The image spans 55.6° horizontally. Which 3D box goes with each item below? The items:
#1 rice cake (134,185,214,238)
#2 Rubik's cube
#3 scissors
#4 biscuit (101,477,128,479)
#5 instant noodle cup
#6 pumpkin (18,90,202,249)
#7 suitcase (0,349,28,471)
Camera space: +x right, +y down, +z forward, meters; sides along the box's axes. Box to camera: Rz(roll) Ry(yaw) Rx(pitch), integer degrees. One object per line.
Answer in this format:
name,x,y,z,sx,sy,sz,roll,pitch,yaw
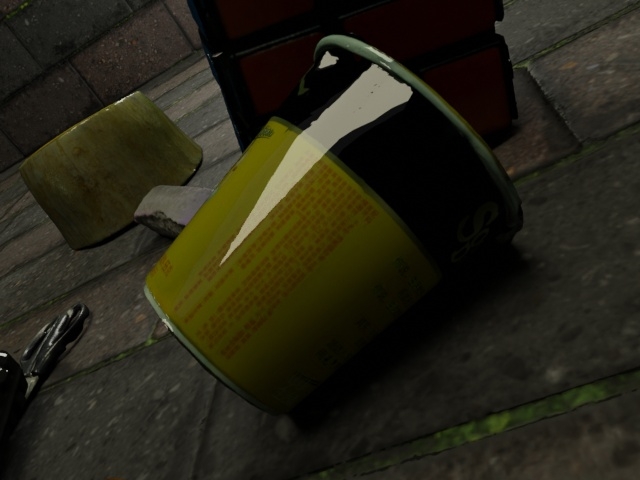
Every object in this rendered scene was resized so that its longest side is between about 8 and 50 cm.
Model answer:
rice cake,-0.163,-0.029,0.826,0.070,0.064,0.399,-52,31,-17
Rubik's cube,0.013,-0.230,0.667,0.293,0.283,0.288,-17,26,-4
scissors,-0.364,0.183,0.751,0.109,0.022,0.300,-30,28,16
biscuit,-0.207,0.329,0.278,0.394,0.076,0.368,-41,27,-14
instant noodle cup,0.000,0.000,0.471,0.236,0.215,0.215,-47,28,-4
pumpkin,-0.410,-0.157,1.173,0.332,0.199,0.332,-24,30,14
suitcase,-0.416,0.239,0.590,0.206,0.066,0.285,-17,31,-4
